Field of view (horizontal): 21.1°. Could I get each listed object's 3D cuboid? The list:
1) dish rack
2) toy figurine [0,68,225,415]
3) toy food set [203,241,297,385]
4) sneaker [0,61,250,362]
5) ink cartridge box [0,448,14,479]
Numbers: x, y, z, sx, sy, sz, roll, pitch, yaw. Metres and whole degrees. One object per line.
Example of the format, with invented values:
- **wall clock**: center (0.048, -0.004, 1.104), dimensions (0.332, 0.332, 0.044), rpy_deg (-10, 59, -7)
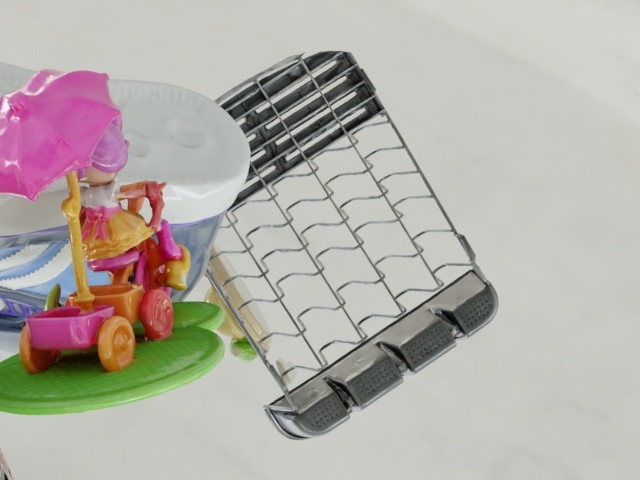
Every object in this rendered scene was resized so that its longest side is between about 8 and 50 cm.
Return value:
- **dish rack**: center (0.000, 0.000, 1.317), dimensions (0.208, 0.271, 0.074), rpy_deg (-34, -169, -10)
- **toy figurine**: center (-0.116, -0.013, 0.892), dimensions (0.130, 0.159, 0.173), rpy_deg (-3, -166, 23)
- **toy food set**: center (-0.087, 0.053, 1.545), dimensions (0.192, 0.038, 0.132), rpy_deg (59, -178, 3)
- **sneaker**: center (-0.218, 0.005, 1.029), dimensions (0.323, 0.236, 0.130), rpy_deg (3, -130, -32)
- **ink cartridge box**: center (-0.230, 0.200, 0.831), dimensions (0.130, 0.309, 0.272), rpy_deg (-10, -145, 7)
